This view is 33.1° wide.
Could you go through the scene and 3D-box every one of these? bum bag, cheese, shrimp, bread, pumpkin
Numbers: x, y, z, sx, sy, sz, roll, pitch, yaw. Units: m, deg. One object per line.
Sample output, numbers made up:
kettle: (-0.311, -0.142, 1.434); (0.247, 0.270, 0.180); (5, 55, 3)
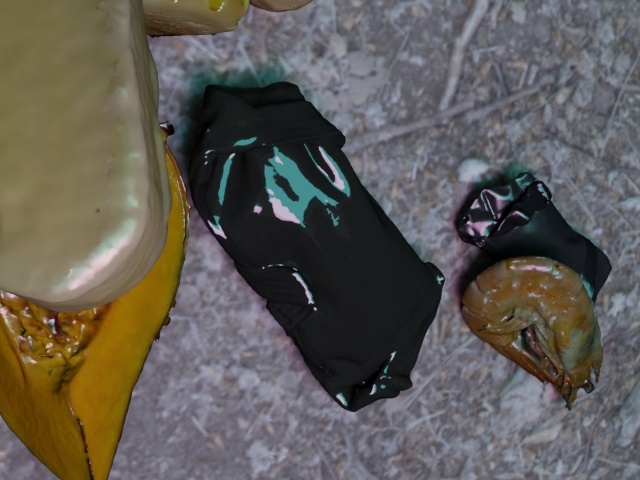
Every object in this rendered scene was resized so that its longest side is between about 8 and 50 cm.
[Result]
bum bag: (0.000, 0.000, 0.881); (0.142, 0.080, 0.326); (-41, 120, -14)
cheese: (-0.278, -0.133, 0.629); (0.384, 0.104, 0.383); (1, 81, -4)
shrimp: (0.203, 0.086, 1.010); (0.217, 0.115, 0.051); (58, 34, -41)
bum bag: (0.209, 0.013, 1.004); (0.087, 0.049, 0.198); (-50, 122, -1)
bread: (-0.137, -0.183, 0.742); (0.157, 0.094, 0.083); (3, 98, 18)
pumpkin: (-0.173, 0.026, 0.795); (0.163, 0.111, 0.278); (-29, 114, -47)

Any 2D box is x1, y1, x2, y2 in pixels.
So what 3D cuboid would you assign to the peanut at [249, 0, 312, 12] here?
peanut: (-0.031, -0.284, 0.793); (0.104, 0.086, 0.227); (-3, 102, -36)
